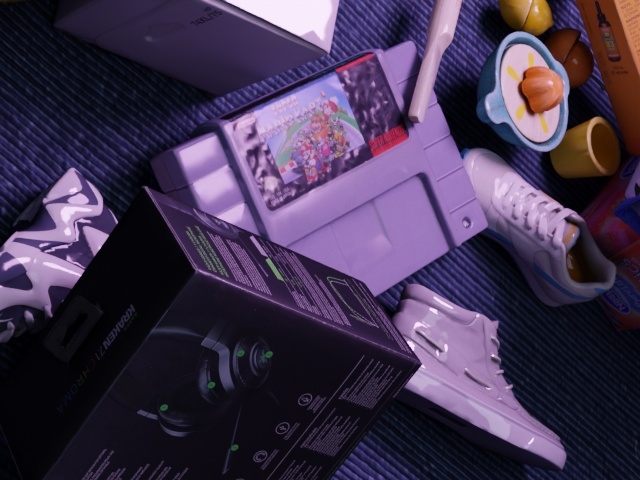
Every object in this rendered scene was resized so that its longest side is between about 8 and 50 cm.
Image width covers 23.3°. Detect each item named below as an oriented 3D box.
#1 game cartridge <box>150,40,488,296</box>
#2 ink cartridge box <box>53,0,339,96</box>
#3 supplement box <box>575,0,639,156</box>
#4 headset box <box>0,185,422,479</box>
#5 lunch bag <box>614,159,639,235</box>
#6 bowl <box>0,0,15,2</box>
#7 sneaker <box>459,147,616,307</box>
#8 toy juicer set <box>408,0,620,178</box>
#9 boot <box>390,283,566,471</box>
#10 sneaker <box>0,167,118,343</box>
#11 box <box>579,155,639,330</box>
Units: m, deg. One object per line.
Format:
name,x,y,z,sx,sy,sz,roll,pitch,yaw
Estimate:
game cartridge,0.011,-0.049,1.551,0.355,0.068,0.230,-30,104,-40
ink cartridge box,-0.100,-0.307,1.461,0.197,0.198,0.270,21,71,-32
supplement box,0.361,-0.213,1.758,0.080,0.078,0.233,-30,107,-22
headset box,-0.104,0.120,1.324,0.283,0.131,0.246,23,110,-39
lunch bag,0.547,-0.055,1.672,0.385,0.239,0.328,37,60,-17
bowl,-0.306,-0.327,1.337,0.289,0.156,0.289,8,75,-30
sneaker,0.236,-0.022,1.715,0.228,0.092,0.087,44,61,-20
toy juicer set,0.223,-0.196,1.705,0.329,0.089,0.209,15,69,-45
boot,0.174,0.143,1.636,0.258,0.095,0.123,31,71,-26
sneaker,-0.235,0.065,1.358,0.153,0.094,0.235,43,49,-12
box,0.438,-0.044,1.829,0.300,0.154,0.142,-46,108,-31
